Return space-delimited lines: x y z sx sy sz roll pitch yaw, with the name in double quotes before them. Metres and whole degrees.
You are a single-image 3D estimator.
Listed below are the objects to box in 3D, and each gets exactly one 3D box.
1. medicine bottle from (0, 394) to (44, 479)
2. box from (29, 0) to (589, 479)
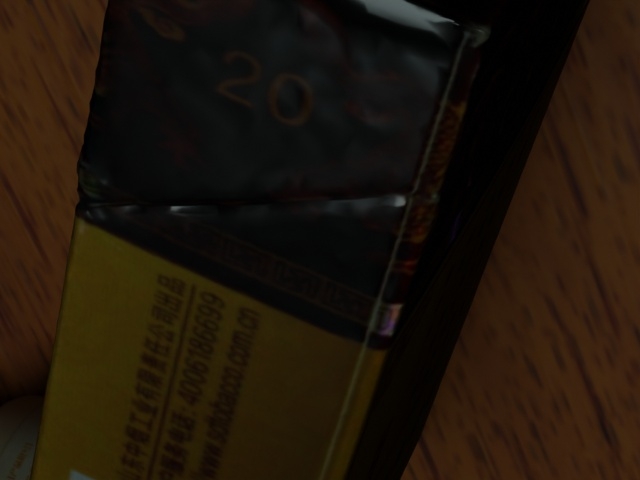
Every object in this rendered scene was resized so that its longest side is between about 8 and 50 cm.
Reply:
"medicine bottle" -0.144 0.144 0.959 0.252 0.114 0.114 15 128 16
"box" 0.001 0.000 0.692 0.116 0.264 0.415 24 132 10
